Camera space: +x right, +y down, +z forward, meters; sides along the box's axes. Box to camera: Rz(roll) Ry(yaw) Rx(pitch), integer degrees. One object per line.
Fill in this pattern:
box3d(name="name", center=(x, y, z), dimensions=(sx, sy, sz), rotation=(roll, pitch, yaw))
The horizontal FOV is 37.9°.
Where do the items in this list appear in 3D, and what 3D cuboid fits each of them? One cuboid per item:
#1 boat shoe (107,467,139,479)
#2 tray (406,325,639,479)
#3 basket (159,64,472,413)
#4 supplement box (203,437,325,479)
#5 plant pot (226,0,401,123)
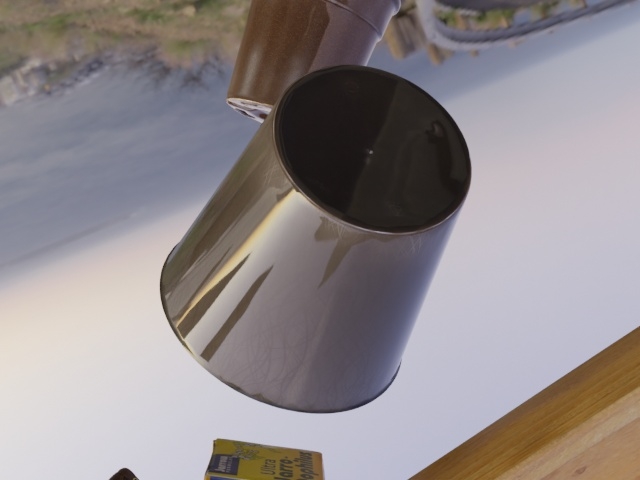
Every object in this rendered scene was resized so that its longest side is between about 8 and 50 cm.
box3d(name="boat shoe", center=(-0.216, 0.397, 1.273), dimensions=(0.073, 0.207, 0.073), rotation=(-40, -175, 40))
box3d(name="tray", center=(0.193, 0.162, 0.507), dimensions=(0.411, 0.203, 0.076), rotation=(-37, -173, 16))
box3d(name="basket", center=(0.000, 0.000, 0.645), dimensions=(0.154, 0.204, 0.227), rotation=(-64, -179, -36))
box3d(name="supplement box", center=(-0.112, 0.534, 1.529), dimensions=(0.195, 0.357, 0.194), rotation=(8, -175, -3))
box3d(name="plant pot", center=(-0.018, -0.205, 1.004), dimensions=(0.166, 0.165, 0.167), rotation=(19, 176, 1))
